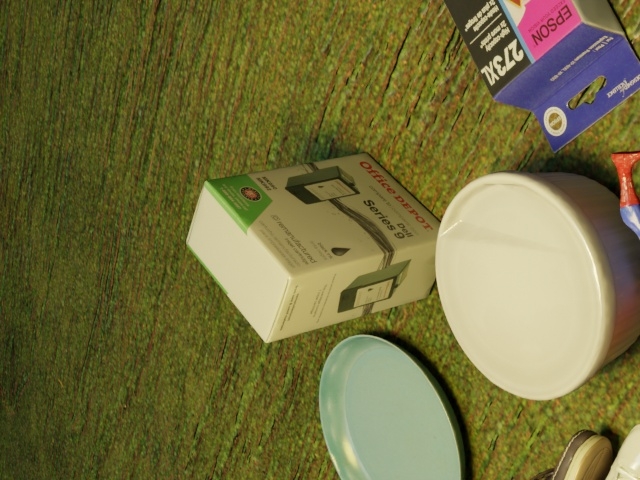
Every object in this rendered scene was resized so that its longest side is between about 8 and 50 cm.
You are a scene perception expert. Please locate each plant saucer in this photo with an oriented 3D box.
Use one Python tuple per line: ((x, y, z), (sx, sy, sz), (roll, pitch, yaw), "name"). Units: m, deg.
((0.111, 0.289, 1.843), (0.317, 0.044, 0.317), (24, 122, 46), "plant saucer")

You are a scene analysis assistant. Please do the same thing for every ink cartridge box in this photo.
((0.228, -0.298, 1.448), (0.176, 0.069, 0.371), (-41, 72, 52), "ink cartridge box")
((0.000, 0.000, 1.673), (0.211, 0.289, 0.121), (47, 133, 33), "ink cartridge box")

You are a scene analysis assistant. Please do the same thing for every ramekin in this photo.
((0.271, 0.041, 1.459), (0.273, 0.127, 0.273), (25, 123, 47), "ramekin")

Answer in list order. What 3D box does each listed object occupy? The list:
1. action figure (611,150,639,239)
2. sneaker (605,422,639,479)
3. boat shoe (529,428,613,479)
((0.398, 0.037, 1.316), (0.139, 0.091, 0.280), (1, 103, 55), "action figure")
((0.359, 0.312, 1.471), (0.080, 0.094, 0.212), (41, 133, 39), "sneaker")
((0.291, 0.342, 1.572), (0.092, 0.103, 0.285), (38, 137, 33), "boat shoe")
